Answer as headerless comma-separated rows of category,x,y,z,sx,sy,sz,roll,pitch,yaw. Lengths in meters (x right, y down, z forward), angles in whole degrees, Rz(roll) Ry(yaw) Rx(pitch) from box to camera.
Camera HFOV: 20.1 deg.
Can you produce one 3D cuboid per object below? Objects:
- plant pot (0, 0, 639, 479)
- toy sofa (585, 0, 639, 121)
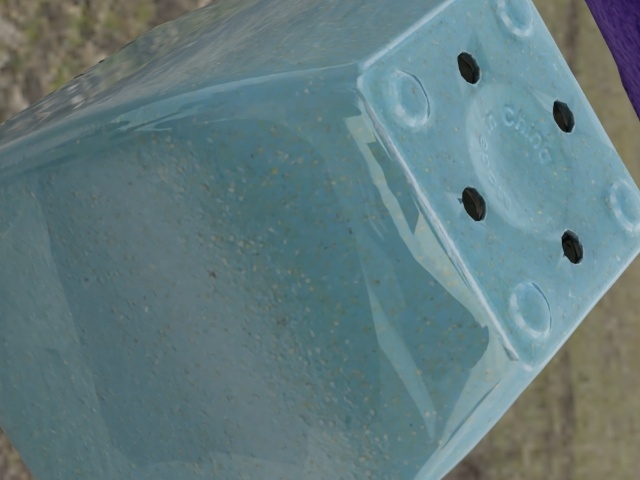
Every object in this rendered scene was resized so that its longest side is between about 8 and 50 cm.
plant pot,0.000,0.000,0.849,0.247,0.252,0.248,-41,103,-47
toy sofa,0.066,-0.106,0.348,0.362,0.177,0.150,57,42,-22
